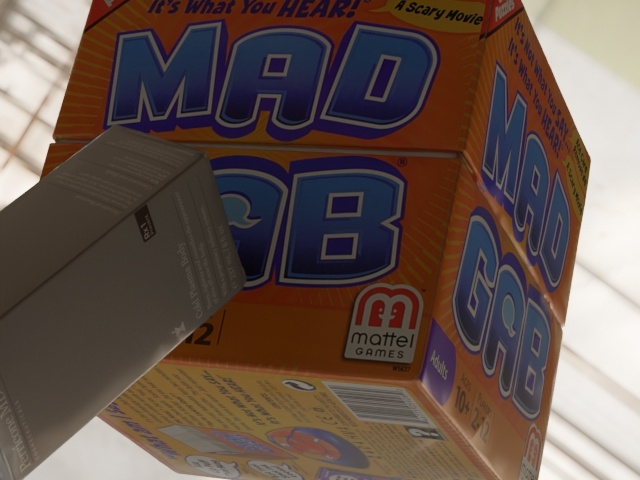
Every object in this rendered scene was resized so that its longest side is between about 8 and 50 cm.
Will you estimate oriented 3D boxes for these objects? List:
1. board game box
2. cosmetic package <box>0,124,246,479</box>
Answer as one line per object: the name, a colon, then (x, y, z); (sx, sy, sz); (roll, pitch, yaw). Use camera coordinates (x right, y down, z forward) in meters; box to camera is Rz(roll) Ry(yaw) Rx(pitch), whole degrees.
board game box: (0.000, 0.000, 1.481); (0.356, 0.356, 0.356); (3, 157, 23)
cosmetic package: (-0.173, 0.039, 1.176); (0.107, 0.127, 0.238); (17, -133, 35)
